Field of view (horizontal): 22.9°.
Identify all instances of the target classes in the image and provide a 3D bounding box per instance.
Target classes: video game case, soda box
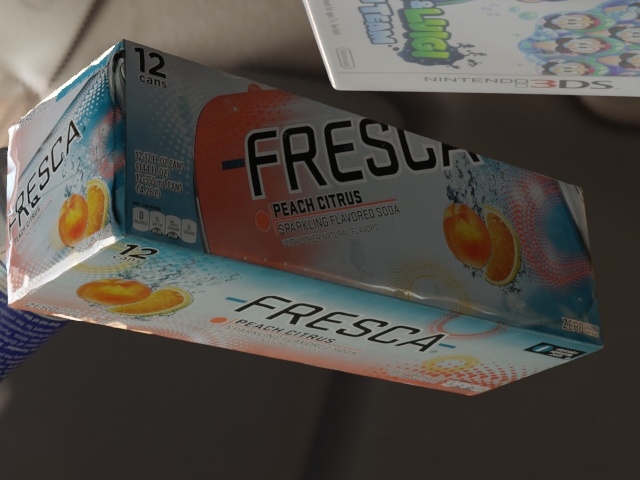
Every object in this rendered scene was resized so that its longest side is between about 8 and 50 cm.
[{"bbox_3d":[0.065,-0.079,0.506,0.143,0.019,0.157,2,166,8],"label":"video game case"},{"bbox_3d":[0.000,0.000,0.470,0.183,0.058,0.063,14,152,-38],"label":"soda box"}]

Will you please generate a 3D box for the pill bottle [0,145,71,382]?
[{"bbox_3d":[-0.227,0.038,0.997,0.186,0.112,0.112,-40,-160,18],"label":"pill bottle"}]
